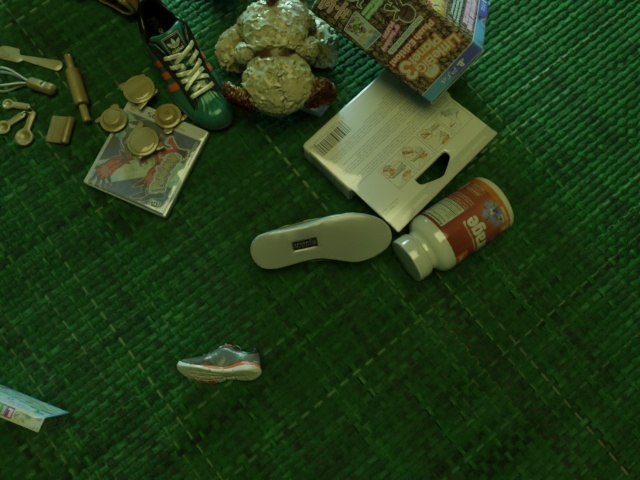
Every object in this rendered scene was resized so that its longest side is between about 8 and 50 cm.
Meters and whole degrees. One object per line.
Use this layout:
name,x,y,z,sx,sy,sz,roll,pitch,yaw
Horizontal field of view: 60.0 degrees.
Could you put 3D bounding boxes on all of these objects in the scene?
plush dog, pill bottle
plush dog,-0.081,-0.351,1.083,0.262,0.210,0.225,-5,79,-4
pill bottle,0.251,-0.018,1.067,0.216,0.121,0.121,-34,81,-8

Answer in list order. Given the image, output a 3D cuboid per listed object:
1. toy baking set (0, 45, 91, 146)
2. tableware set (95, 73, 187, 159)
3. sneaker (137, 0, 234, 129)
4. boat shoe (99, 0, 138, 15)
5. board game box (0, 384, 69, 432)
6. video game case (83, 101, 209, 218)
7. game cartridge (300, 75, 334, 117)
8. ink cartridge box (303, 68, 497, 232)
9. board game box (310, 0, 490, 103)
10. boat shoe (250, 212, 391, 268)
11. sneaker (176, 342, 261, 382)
toy baking set,-0.587,-0.309,1.146,0.197,0.030,0.256,-15,79,-5
tableware set,-0.364,-0.252,1.124,0.169,0.020,0.141,41,78,8
sneaker,-0.284,-0.360,1.121,0.108,0.121,0.302,-35,82,-9
boat shoe,-0.507,-0.577,1.166,0.307,0.111,0.104,23,77,3
board game box,-0.540,0.293,0.979,0.154,0.103,0.026,21,78,3
video game case,-0.351,-0.168,1.128,0.183,0.023,0.201,23,78,3
game cartridge,-0.004,-0.304,1.174,0.056,0.017,0.083,21,78,-1
ink cartridge box,0.158,-0.193,1.123,0.296,0.066,0.261,-44,79,-10
board game box,0.162,-0.447,1.058,0.291,0.141,0.232,34,45,-12
boat shoe,0.000,0.000,1.072,0.267,0.088,0.096,-13,102,1
sneaker,-0.187,0.227,1.041,0.158,0.061,0.065,2,51,-2
